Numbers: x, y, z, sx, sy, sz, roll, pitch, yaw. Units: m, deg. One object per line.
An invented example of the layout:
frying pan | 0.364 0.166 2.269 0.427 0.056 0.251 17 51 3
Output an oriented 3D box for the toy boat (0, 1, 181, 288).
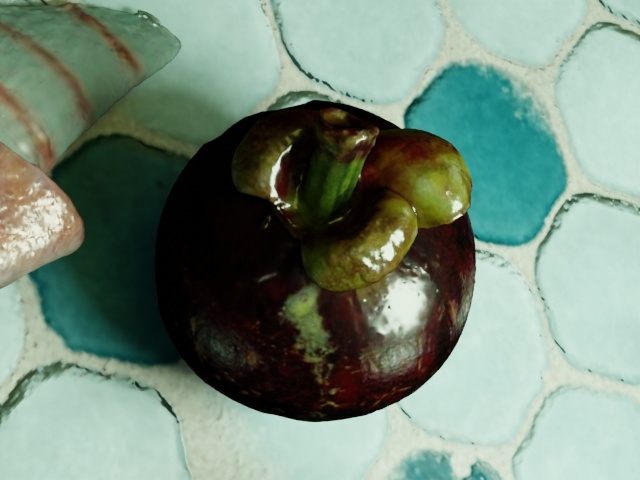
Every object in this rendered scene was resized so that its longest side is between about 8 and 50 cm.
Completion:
toy boat | -0.205 -0.101 0.984 0.206 0.096 0.282 39 49 1

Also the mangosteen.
mangosteen | 0.000 0.000 0.961 0.228 0.265 0.228 4 61 -7
